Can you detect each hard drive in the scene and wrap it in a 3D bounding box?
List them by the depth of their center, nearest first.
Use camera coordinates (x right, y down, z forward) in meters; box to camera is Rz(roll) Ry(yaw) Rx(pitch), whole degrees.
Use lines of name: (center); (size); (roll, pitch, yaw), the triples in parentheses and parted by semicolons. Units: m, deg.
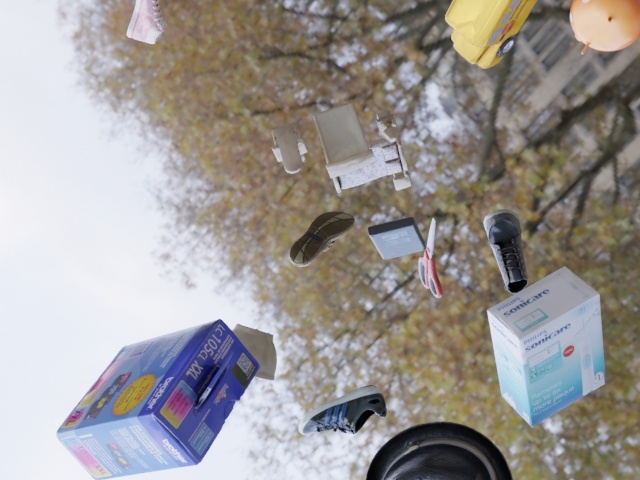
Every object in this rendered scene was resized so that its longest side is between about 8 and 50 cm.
hard drive: (0.157, -0.003, 1.997); (0.135, 0.094, 0.022); (55, -157, -62)

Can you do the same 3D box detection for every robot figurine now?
robot figurine: (0.495, -0.404, 1.634); (0.219, 0.158, 0.128); (-56, -47, -30)

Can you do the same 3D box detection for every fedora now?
fedora: (0.244, 0.553, 2.113); (0.334, 0.334, 0.152); (46, -166, 11)

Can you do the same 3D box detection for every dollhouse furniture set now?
dollhouse furniture set: (0.074, -0.154, 2.457); (0.355, 0.303, 0.173); (66, -173, -54)

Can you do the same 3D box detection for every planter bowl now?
planter bowl: (-0.173, 0.264, 2.368); (0.162, 0.109, 0.162); (18, 175, 2)

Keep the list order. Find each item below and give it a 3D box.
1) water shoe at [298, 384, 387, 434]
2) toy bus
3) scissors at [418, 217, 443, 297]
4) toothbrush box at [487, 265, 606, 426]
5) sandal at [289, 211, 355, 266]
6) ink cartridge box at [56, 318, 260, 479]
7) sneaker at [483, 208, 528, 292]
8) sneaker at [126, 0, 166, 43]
water shoe: (0.047, 0.387, 2.129); (0.073, 0.203, 0.080); (42, -158, -60)
toy bus: (0.333, -0.463, 1.783); (0.130, 0.332, 0.108); (-26, -115, -40)
scissors: (0.269, 0.028, 2.473); (0.109, 0.021, 0.297); (-122, 15, -46)
toothbrush box: (0.509, 0.238, 2.193); (0.126, 0.216, 0.295); (47, 159, 49)
sandal: (0.000, 0.000, 2.063); (0.072, 0.049, 0.180); (31, -123, 24)
ink cartridge box: (-0.304, 0.314, 1.955); (0.151, 0.396, 0.270); (54, -137, -22)
sneaker: (0.443, 0.025, 2.288); (0.222, 0.083, 0.118); (58, -161, -51)
sneaker: (-0.321, -0.442, 1.892); (0.070, 0.134, 0.051); (24, -154, 0)
